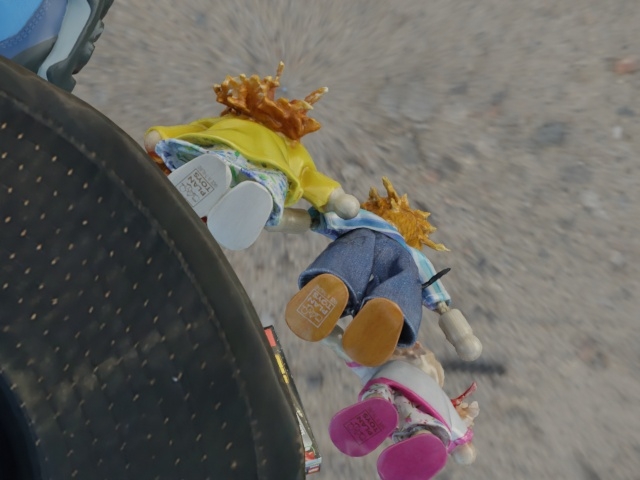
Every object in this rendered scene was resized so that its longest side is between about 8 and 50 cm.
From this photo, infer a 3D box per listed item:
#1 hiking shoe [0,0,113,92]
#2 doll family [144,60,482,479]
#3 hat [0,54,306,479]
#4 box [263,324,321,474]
[{"bbox_3d":[-0.173,-0.197,1.021,0.132,0.113,0.304,19,78,-31],"label":"hiking shoe"},{"bbox_3d":[0.000,0.000,0.950,0.263,0.163,0.118,37,106,-3],"label":"doll family"},{"bbox_3d":[-0.166,0.101,0.550,0.331,0.134,0.331,2,78,-8],"label":"hat"},{"bbox_3d":[-0.064,0.143,1.612,0.094,0.027,0.137,-14,58,-11],"label":"box"}]
